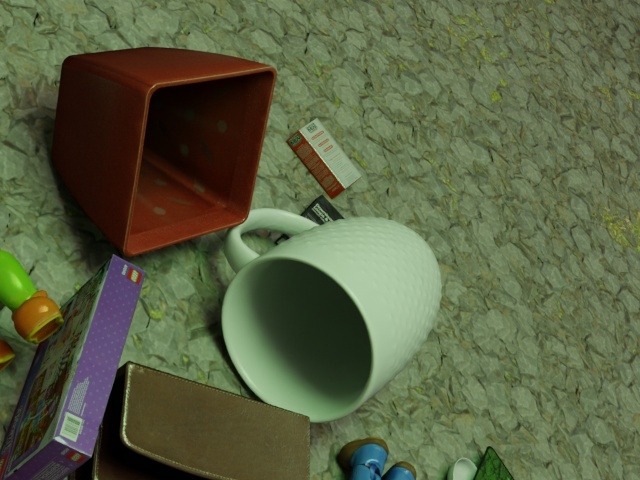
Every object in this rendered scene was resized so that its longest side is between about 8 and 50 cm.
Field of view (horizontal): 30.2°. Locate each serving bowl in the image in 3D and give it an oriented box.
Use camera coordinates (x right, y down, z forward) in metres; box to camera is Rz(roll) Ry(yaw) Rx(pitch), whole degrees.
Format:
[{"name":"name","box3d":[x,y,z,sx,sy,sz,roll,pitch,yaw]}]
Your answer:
[{"name":"serving bowl","box3d":[0.243,0.417,2.041,0.083,0.027,0.083,26,53,-40]}]

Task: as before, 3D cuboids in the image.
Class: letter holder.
[{"name":"letter holder","box3d":[-0.177,0.325,1.625,0.302,0.152,0.214,22,50,-31]}]

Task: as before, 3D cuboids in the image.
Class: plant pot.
[{"name":"plant pot","box3d":[-0.261,-0.165,1.806,0.236,0.267,0.267,28,29,31]}]

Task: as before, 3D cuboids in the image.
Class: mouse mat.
[{"name":"mouse mat","box3d":[0.305,0.468,2.061,0.152,0.007,0.189,55,39,-15]}]

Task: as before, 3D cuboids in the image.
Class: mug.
[{"name":"mug","box3d":[0.009,0.072,1.917,0.374,0.276,0.328,36,33,16]}]

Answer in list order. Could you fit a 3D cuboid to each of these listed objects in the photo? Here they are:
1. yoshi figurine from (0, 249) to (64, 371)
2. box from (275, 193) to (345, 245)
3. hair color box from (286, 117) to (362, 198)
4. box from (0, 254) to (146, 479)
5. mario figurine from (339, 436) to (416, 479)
[{"name":"yoshi figurine","box3d":[-0.501,0.003,1.528,0.203,0.203,0.362,-33,83,-43]},{"name":"box","box3d":[0.000,0.000,2.124,0.116,0.029,0.162,47,39,-6]},{"name":"hair color box","box3d":[0.008,-0.155,2.234,0.141,0.043,0.072,53,40,-1]},{"name":"box","box3d":[-0.329,0.183,1.545,0.057,0.201,0.293,31,45,-22]},{"name":"mario figurine","box3d":[0.041,0.448,1.794,0.198,0.170,0.320,13,31,8]}]
